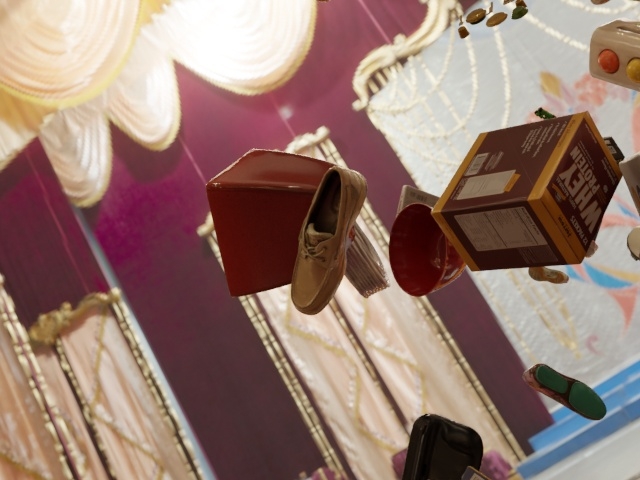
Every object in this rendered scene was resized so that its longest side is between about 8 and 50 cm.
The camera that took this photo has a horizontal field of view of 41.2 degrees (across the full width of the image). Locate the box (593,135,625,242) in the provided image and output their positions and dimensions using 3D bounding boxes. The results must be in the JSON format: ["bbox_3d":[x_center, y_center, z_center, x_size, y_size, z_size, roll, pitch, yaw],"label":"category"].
[{"bbox_3d":[0.522,-0.081,1.920,0.242,0.077,0.308,-8,-43,-7],"label":"box"}]

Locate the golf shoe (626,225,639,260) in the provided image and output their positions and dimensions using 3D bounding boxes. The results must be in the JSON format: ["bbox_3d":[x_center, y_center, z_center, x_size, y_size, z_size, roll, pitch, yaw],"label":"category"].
[{"bbox_3d":[0.647,-0.010,1.546,0.105,0.120,0.273,-25,15,-8],"label":"golf shoe"}]

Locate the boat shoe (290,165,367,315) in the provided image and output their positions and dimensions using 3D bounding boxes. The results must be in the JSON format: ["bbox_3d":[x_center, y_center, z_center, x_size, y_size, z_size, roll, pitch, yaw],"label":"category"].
[{"bbox_3d":[0.000,0.000,1.671,0.098,0.109,0.302,11,-80,-61],"label":"boat shoe"}]

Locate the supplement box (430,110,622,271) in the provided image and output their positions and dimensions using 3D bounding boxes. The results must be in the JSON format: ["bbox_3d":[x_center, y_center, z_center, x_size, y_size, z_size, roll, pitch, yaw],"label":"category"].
[{"bbox_3d":[0.308,-0.070,1.268,0.194,0.129,0.191,-6,40,48],"label":"supplement box"}]

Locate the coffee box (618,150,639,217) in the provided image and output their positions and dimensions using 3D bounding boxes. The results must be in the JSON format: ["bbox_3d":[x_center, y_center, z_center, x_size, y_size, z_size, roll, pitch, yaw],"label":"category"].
[{"bbox_3d":[0.650,-0.025,1.164,0.338,0.338,0.334,-22,-3,12],"label":"coffee box"}]

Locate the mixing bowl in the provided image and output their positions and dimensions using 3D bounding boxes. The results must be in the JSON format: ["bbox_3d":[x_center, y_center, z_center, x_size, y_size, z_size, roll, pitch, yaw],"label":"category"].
[{"bbox_3d":[0.223,0.019,1.653,0.098,0.182,0.181,2,-33,-31],"label":"mixing bowl"}]

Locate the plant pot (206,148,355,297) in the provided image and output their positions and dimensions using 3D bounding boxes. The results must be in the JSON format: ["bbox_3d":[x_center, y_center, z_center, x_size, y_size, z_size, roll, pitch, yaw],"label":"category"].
[{"bbox_3d":[-0.069,-0.049,1.886,0.235,0.267,0.267,-3,22,22],"label":"plant pot"}]

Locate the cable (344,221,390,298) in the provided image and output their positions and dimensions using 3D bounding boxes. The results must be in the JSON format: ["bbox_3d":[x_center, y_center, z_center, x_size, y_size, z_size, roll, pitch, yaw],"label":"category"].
[{"bbox_3d":[0.080,0.026,2.162,0.089,0.257,0.257,-33,-53,7],"label":"cable"}]

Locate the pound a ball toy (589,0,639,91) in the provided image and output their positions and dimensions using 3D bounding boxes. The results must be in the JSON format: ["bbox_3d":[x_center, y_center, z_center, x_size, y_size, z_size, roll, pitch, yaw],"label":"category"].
[{"bbox_3d":[0.708,-0.431,1.869,0.135,0.319,0.208,-27,-52,-24],"label":"pound a ball toy"}]

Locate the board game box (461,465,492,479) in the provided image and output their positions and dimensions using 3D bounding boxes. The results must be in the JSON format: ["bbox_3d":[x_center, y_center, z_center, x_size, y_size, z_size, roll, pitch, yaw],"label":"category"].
[{"bbox_3d":[0.331,0.467,1.381,0.060,0.194,0.194,-53,-43,-10],"label":"board game box"}]

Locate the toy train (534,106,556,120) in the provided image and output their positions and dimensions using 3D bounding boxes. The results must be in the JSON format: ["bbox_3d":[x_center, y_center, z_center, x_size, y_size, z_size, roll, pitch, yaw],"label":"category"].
[{"bbox_3d":[0.548,-0.292,2.033,0.024,0.083,0.017,-57,14,20],"label":"toy train"}]

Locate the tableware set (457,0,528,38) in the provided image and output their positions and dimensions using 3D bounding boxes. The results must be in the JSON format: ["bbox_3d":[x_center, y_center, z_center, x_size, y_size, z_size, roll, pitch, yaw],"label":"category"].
[{"bbox_3d":[0.359,-0.464,1.776,0.154,0.104,0.024,-18,-53,26],"label":"tableware set"}]

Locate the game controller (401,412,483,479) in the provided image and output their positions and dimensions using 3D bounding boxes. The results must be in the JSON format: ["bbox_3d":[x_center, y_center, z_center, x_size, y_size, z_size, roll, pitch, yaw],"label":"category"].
[{"bbox_3d":[0.245,0.533,1.796,0.067,0.166,0.319,1,-80,-60],"label":"game controller"}]

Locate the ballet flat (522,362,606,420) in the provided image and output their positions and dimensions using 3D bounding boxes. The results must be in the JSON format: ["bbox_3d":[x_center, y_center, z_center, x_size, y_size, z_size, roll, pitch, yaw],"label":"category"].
[{"bbox_3d":[0.584,0.365,2.055,0.077,0.221,0.079,-64,10,-21],"label":"ballet flat"}]

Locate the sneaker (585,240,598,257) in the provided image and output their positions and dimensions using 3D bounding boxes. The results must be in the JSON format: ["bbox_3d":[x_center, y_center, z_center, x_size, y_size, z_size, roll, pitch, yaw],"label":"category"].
[{"bbox_3d":[0.450,0.000,1.736,0.252,0.103,0.111,15,-67,-23],"label":"sneaker"}]

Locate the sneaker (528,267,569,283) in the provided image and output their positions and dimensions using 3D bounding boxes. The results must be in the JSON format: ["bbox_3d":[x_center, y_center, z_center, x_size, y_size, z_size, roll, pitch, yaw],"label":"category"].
[{"bbox_3d":[0.433,0.067,1.618,0.037,0.083,0.032,10,-82,-40],"label":"sneaker"}]

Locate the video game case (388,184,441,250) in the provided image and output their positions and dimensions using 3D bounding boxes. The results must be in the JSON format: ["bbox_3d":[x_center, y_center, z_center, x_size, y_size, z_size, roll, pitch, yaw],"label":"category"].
[{"bbox_3d":[0.284,-0.034,2.292,0.201,0.184,0.023,17,-7,-31],"label":"video game case"}]
